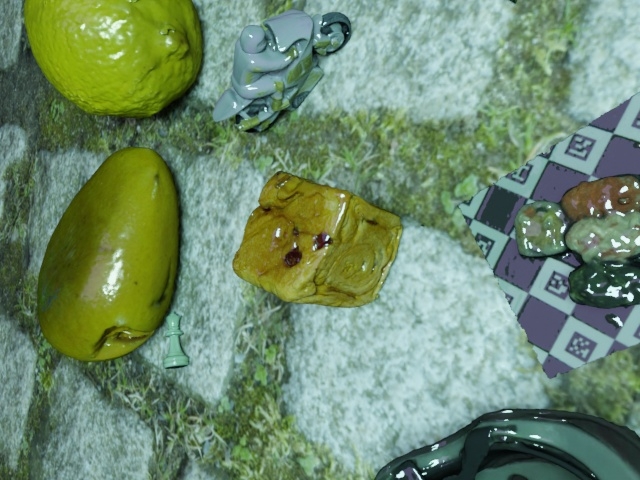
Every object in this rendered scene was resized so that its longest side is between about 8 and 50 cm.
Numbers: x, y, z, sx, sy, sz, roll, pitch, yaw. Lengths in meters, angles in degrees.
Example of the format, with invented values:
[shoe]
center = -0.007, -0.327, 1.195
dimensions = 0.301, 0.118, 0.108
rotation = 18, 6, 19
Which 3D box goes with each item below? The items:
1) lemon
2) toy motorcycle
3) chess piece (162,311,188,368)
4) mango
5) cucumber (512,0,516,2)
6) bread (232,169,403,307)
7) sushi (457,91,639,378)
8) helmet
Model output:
[lemon]
center = -0.337, -0.336, 0.887
dimensions = 0.321, 0.268, 0.268
rotation = 22, 99, 39
[toy motorcycle]
center = -0.066, -0.236, 0.744
dimensions = 0.225, 0.152, 0.073
rotation = -41, 64, 26
[chess piece]
center = -0.244, 0.165, 0.914
dimensions = 0.042, 0.042, 0.093
rotation = -20, 68, 33
[mango]
center = -0.344, 0.020, 0.904
dimensions = 0.253, 0.182, 0.365
rotation = 22, 98, 41
[cucumber]
center = 0.228, -0.387, 0.612
dimensions = 0.070, 0.046, 0.220
rotation = 32, 105, 42
[bread]
center = 0.000, 0.000, 0.678
dimensions = 0.143, 0.158, 0.149
rotation = 26, 103, 40
[sushi]
center = 0.271, -0.005, 0.543
dimensions = 0.231, 0.047, 0.220
rotation = -34, 67, 29
[helmet]
center = 0.193, 0.291, 0.487
dimensions = 0.305, 0.177, 0.225
rotation = -26, 44, 29
